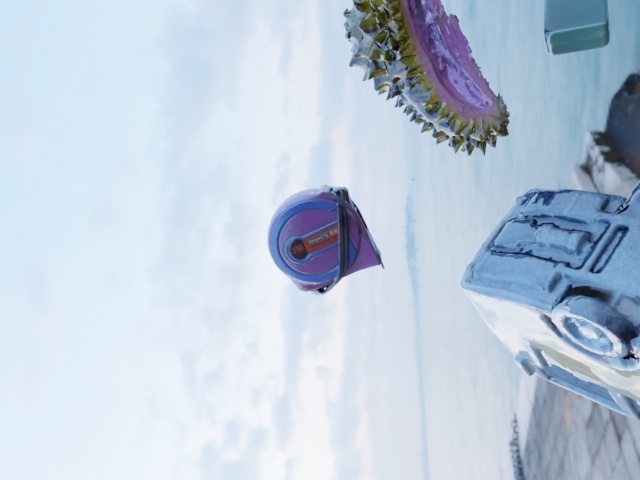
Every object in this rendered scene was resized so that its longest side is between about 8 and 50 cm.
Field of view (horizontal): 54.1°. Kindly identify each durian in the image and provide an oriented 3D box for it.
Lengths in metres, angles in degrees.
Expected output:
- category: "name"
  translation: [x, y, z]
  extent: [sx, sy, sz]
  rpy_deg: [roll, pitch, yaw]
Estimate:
- category: "durian"
  translation: [0.129, -0.253, 0.930]
  extent: [0.112, 0.191, 0.341]
  rpy_deg: [-42, -78, -30]

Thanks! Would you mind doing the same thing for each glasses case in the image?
- category: "glasses case"
  translation: [0.338, -0.324, 0.832]
  extent: [0.039, 0.078, 0.184]
  rpy_deg: [58, -143, -47]

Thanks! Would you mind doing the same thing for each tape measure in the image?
- category: "tape measure"
  translation: [0.000, 0.000, 0.736]
  extent: [0.074, 0.118, 0.125]
  rpy_deg: [-77, -36, -76]

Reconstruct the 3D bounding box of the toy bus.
- category: "toy bus"
  translation: [0.232, 0.059, 0.282]
  extent: [0.097, 0.342, 0.138]
  rpy_deg: [-51, -55, -15]
